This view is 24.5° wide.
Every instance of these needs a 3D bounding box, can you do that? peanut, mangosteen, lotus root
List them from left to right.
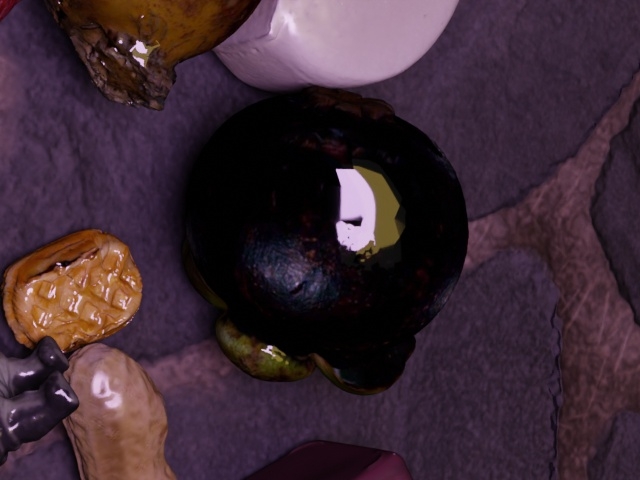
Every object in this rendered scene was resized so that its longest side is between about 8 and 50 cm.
[{"bbox_3d":[-0.148,0.155,1.121,0.080,0.080,0.174,-26,118,-27],"label":"peanut"},{"bbox_3d":[-0.100,-0.292,1.050,0.179,0.196,0.397,14,86,-19],"label":"lotus root"},{"bbox_3d":[0.000,0.000,1.119,0.243,0.243,0.243,-3,95,-31],"label":"mangosteen"}]

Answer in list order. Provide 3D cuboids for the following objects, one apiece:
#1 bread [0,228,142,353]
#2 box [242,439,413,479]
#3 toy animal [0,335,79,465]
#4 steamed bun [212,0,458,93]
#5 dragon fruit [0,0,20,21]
[{"bbox_3d":[-0.186,0.041,1.112,0.111,0.044,0.083,-26,108,-29],"label":"bread"},{"bbox_3d":[-0.034,0.285,1.143,0.294,0.193,0.167,-28,102,-27],"label":"box"},{"bbox_3d":[-0.322,0.032,0.989,0.343,0.106,0.168,40,95,-23],"label":"toy animal"},{"bbox_3d":[0.021,-0.229,1.156,0.164,0.146,0.241,16,85,-32],"label":"steamed bun"},{"bbox_3d":[-0.285,-0.186,0.921,0.218,0.273,0.198,-1,112,12],"label":"dragon fruit"}]
